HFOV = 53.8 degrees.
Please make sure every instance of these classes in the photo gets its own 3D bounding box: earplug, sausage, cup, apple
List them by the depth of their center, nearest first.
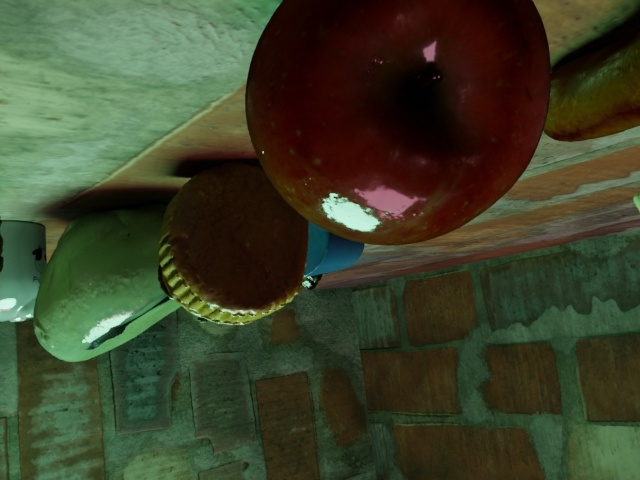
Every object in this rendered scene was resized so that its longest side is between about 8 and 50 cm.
[{"bbox_3d":[0.044,-0.087,0.389,0.181,0.181,0.168,-7,-166,1],"label":"apple"},{"bbox_3d":[0.249,-0.130,0.474,0.103,0.076,0.302,-7,-179,4],"label":"sausage"},{"bbox_3d":[-0.494,0.056,0.977,0.134,0.142,0.173,-4,172,-26],"label":"cup"},{"bbox_3d":[0.000,0.000,1.104,0.132,0.132,0.273,-10,175,20],"label":"earplug"}]

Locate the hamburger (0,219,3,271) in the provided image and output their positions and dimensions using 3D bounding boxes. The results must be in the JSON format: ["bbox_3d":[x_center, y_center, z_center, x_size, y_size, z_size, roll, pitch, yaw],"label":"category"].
[{"bbox_3d":[-0.420,-0.011,0.696,0.087,0.176,0.102,-33,130,-1],"label":"hamburger"}]

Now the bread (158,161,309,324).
[{"bbox_3d":[-0.101,0.002,0.773,0.199,0.199,0.104,-3,167,-25],"label":"bread"}]

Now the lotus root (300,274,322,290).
[{"bbox_3d":[-0.128,0.069,1.341,0.309,0.173,0.173,-13,170,31],"label":"lotus root"}]

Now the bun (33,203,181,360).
[{"bbox_3d":[-0.293,0.039,0.934,0.293,0.187,0.293,-31,176,-2],"label":"bun"}]

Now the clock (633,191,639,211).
[{"bbox_3d":[0.515,-0.101,0.675,0.379,0.120,0.276,-13,164,-44],"label":"clock"}]
